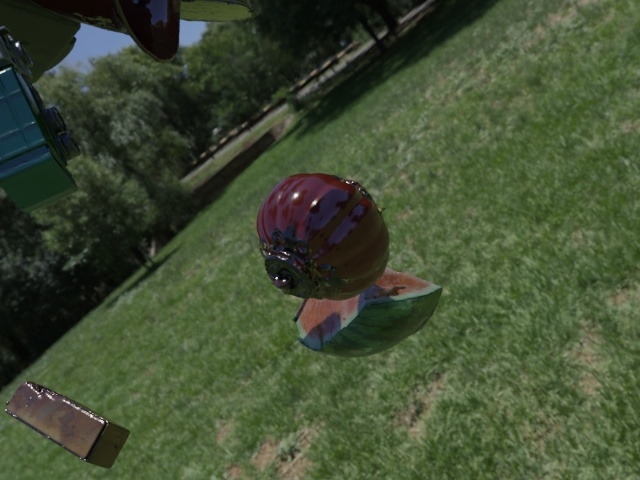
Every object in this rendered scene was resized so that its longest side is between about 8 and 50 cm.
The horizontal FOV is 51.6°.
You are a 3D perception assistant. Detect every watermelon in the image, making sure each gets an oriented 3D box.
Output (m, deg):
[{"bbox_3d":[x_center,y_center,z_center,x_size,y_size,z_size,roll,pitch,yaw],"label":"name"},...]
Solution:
[{"bbox_3d":[0.078,0.189,1.575,0.292,0.319,0.222,-68,-13,21],"label":"watermelon"}]

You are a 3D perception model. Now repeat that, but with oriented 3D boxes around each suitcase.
[{"bbox_3d":[-0.691,-0.476,1.391,0.340,0.188,0.345,8,-20,-40],"label":"suitcase"}]

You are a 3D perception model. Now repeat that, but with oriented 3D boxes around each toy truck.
[{"bbox_3d":[-0.418,-0.166,0.895,0.114,0.253,0.124,-26,-1,-8],"label":"toy truck"}]

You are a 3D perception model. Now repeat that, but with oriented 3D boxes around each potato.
[{"bbox_3d":[-0.216,-0.468,1.203,0.202,0.117,0.182,-4,6,-24],"label":"potato"}]

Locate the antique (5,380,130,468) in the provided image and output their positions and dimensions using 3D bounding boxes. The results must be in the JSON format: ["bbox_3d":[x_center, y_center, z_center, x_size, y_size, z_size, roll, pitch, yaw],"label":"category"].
[{"bbox_3d":[-0.586,0.414,1.519,0.310,0.087,0.093,15,69,31],"label":"antique"}]

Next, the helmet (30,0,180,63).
[{"bbox_3d":[-0.300,-0.404,0.758,0.230,0.384,0.337,2,32,1],"label":"helmet"}]

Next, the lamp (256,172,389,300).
[{"bbox_3d":[0.000,0.000,1.062,0.227,0.227,0.227,-40,10,9],"label":"lamp"}]
